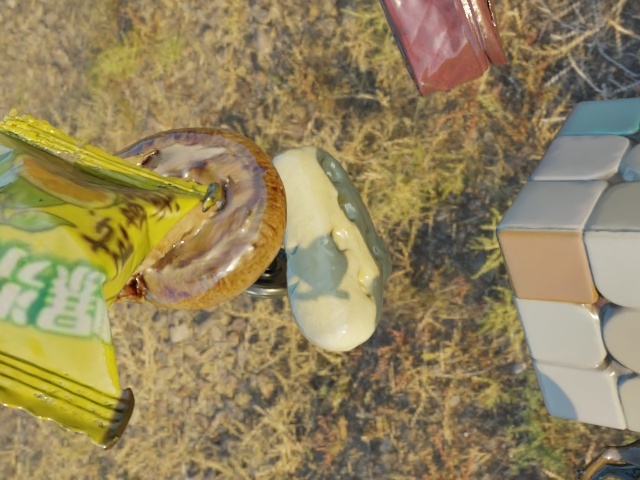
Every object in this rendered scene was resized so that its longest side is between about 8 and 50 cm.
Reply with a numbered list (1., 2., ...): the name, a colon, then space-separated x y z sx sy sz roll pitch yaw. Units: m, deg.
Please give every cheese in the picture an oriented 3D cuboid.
1. cheese: 0.000 0.000 1.374 0.130 0.351 0.328 -22 109 24

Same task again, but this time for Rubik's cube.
1. Rubik's cube: 0.480 0.028 1.001 0.347 0.346 0.344 3 127 40

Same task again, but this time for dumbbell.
1. dumbbell: -0.114 0.006 1.682 0.192 0.192 0.290 48 137 44

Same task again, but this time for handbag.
1. handbag: 0.154 -0.309 0.980 0.135 0.146 0.225 -19 109 17

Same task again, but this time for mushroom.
1. mushroom: -0.194 -0.019 0.998 0.263 0.283 0.195 47 141 16

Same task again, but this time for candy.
1. candy: -0.174 0.000 0.494 0.297 0.187 0.081 -80 13 -64

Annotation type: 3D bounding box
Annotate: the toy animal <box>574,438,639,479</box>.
1. toy animal: 0.319 0.241 0.637 0.214 0.186 0.093 -83 -22 -58
